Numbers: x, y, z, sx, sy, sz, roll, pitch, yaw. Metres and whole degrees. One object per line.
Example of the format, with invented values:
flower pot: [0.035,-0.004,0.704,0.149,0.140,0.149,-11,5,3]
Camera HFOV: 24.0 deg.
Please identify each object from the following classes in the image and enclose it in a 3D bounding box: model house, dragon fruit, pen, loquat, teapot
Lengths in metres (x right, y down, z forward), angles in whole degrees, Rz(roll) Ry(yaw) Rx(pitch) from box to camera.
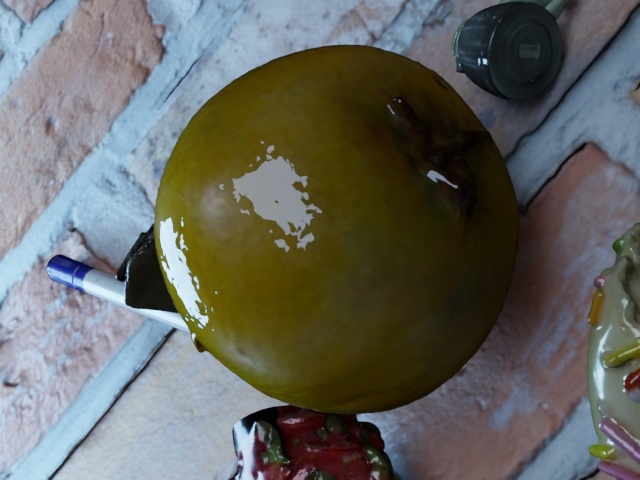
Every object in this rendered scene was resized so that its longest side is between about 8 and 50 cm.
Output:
model house: [-0.128,-0.027,1.552,0.203,0.141,0.164,-40,32,11]
dragon fruit: [-0.009,0.243,1.370,0.167,0.160,0.172,-20,62,4]
pen: [-0.199,0.062,1.638,0.269,0.033,0.033,17,83,37]
loquat: [0.000,0.000,1.347,0.359,0.328,0.328,-33,56,42]
teapot: [0.182,-0.189,1.449,0.091,0.124,0.092,19,126,53]

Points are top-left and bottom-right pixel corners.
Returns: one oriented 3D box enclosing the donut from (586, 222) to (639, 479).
donut: [0.361,0.135,1.099,0.371,0.150,0.307,-2,102,39]
